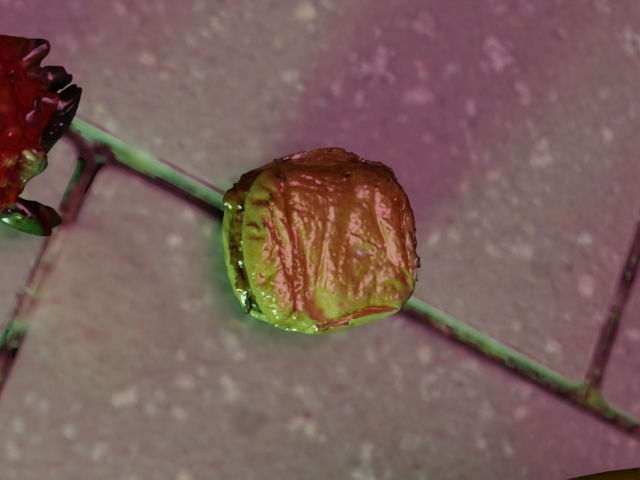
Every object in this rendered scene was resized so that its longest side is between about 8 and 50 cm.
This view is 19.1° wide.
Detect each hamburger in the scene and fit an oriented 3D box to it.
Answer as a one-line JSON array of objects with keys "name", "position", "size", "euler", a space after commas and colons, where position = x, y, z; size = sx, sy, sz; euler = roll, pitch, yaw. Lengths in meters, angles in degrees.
[{"name": "hamburger", "position": [0.000, 0.000, 0.760], "size": [0.083, 0.044, 0.076], "euler": [-1, 84, -25]}]

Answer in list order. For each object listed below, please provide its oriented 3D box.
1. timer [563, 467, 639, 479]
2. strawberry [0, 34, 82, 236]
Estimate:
[{"name": "timer", "position": [0.149, 0.273, 0.628], "size": [0.387, 0.376, 0.376], "euler": [45, 65, -17]}, {"name": "strawberry", "position": [-0.173, -0.056, 0.662], "size": [0.192, 0.085, 0.140], "euler": [46, 67, -11]}]
